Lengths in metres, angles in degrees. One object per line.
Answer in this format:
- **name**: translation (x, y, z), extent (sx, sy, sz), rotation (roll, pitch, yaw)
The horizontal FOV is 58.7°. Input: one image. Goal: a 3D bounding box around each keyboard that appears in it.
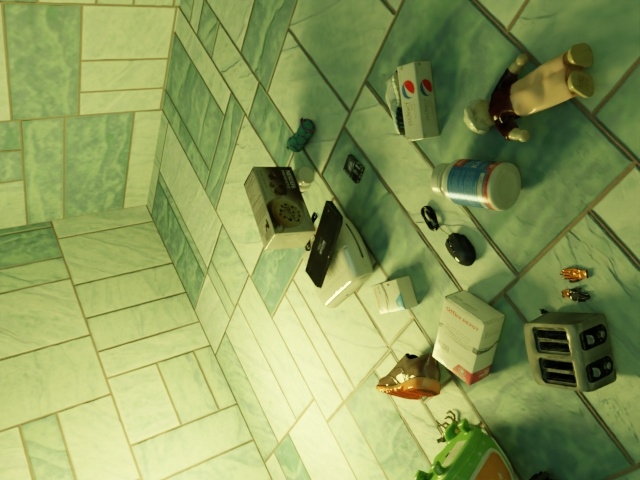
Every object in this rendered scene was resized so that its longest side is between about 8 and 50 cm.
- **keyboard**: translation (0.000, 0.000, 2.046), extent (0.202, 0.033, 0.317), rotation (53, 136, 43)

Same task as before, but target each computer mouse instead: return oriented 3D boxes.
- **computer mouse**: translation (0.366, -0.015, 1.669), extent (0.242, 0.041, 0.071), rotation (51, 140, 35)

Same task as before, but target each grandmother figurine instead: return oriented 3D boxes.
- **grandmother figurine**: translation (0.473, -0.330, 1.350), extent (0.342, 0.103, 0.208), rotation (-13, 63, 60)

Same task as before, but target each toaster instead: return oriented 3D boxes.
- **toaster**: translation (0.590, 0.259, 1.366), extent (0.185, 0.110, 0.168), rotation (-7, 94, 57)

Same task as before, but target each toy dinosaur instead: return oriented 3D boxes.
- **toy dinosaur**: translation (0.429, 0.587, 1.800), extent (0.093, 0.053, 0.183), rotation (53, 133, 3)

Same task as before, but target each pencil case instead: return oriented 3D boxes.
- **pencil case**: translation (-0.076, -0.401, 2.175), extent (0.070, 0.064, 0.151), rotation (46, 142, 1)

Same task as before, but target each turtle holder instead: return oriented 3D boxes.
- **turtle holder**: translation (0.422, 0.694, 1.663), extent (0.227, 0.243, 0.320), rotation (38, 130, 12)

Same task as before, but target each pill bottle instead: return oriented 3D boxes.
- **pill bottle**: translation (-0.094, -0.227, 2.236), extent (0.169, 0.094, 0.094), rotation (-28, 78, 57)
- **pill bottle**: translation (0.399, -0.151, 1.493), extent (0.221, 0.124, 0.125), rotation (16, 115, 52)

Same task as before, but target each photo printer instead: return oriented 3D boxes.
- **photo printer**: translation (0.066, 0.076, 2.093), extent (0.307, 0.107, 0.256), rotation (-50, 58, 51)

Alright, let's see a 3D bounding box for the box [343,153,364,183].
- **box**: translation (0.116, -0.249, 1.981), extent (0.083, 0.018, 0.067), rotation (53, 141, 32)

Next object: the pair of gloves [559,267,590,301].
- **pair of gloves**: translation (0.611, 0.107, 1.370), extent (0.074, 0.010, 0.084), rotation (1, 103, 56)

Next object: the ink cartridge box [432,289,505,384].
- **ink cartridge box**: translation (0.423, 0.276, 1.642), extent (0.158, 0.092, 0.218), rotation (36, 132, 45)

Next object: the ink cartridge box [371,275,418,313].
- **ink cartridge box**: translation (0.237, 0.188, 1.918), extent (0.180, 0.060, 0.104), rotation (-24, 81, 57)

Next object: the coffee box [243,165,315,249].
- **coffee box**: translation (-0.155, -0.123, 2.098), extent (0.119, 0.168, 0.297), rotation (-53, 50, 48)

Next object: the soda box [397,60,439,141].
- **soda box**: translation (0.281, -0.398, 1.633), extent (0.073, 0.069, 0.216), rotation (3, 105, 56)

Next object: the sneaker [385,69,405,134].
- **sneaker**: translation (0.233, -0.409, 1.713), extent (0.083, 0.071, 0.191), rotation (-7, 87, 63)

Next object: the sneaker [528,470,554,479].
- **sneaker**: translation (0.620, 0.676, 1.473), extent (0.147, 0.104, 0.296), rotation (61, 149, 14)

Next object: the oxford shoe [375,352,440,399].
- **oxford shoe**: translation (0.298, 0.454, 1.906), extent (0.363, 0.129, 0.133), rotation (142, 143, -62)
